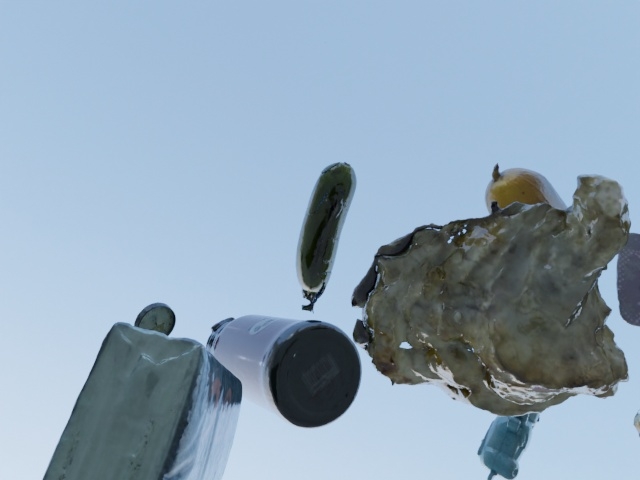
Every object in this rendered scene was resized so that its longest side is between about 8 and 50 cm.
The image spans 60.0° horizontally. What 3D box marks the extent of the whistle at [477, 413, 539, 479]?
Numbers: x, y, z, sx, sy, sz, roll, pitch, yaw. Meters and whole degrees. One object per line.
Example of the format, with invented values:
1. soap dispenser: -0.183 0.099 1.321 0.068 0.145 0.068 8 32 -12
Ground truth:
1. whistle: 0.426 0.401 1.215 0.274 0.093 0.186 -57 -34 -19

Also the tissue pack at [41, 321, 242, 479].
1. tissue pack: -0.157 0.219 0.526 0.103 0.315 0.228 18 -109 3

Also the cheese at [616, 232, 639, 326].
1. cheese: 0.303 0.039 0.325 0.245 0.052 0.135 8 -109 9

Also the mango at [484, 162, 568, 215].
1. mango: 0.245 -0.008 0.613 0.066 0.101 0.187 -31 -86 38

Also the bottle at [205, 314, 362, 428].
1. bottle: -0.082 0.184 0.872 0.144 0.336 0.144 1 -92 -30

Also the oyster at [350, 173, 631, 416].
1. oyster: 0.103 0.041 0.330 0.163 0.081 0.191 23 -65 6

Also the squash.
1. squash: 0.000 -0.001 1.089 0.087 0.087 0.331 11 -62 -4

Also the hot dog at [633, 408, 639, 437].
1. hot dog: 0.513 0.348 0.721 0.083 0.289 0.068 -9 -29 -31

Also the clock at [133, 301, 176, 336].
1. clock: -0.324 0.163 1.088 0.085 0.017 0.085 -22 -56 -37
